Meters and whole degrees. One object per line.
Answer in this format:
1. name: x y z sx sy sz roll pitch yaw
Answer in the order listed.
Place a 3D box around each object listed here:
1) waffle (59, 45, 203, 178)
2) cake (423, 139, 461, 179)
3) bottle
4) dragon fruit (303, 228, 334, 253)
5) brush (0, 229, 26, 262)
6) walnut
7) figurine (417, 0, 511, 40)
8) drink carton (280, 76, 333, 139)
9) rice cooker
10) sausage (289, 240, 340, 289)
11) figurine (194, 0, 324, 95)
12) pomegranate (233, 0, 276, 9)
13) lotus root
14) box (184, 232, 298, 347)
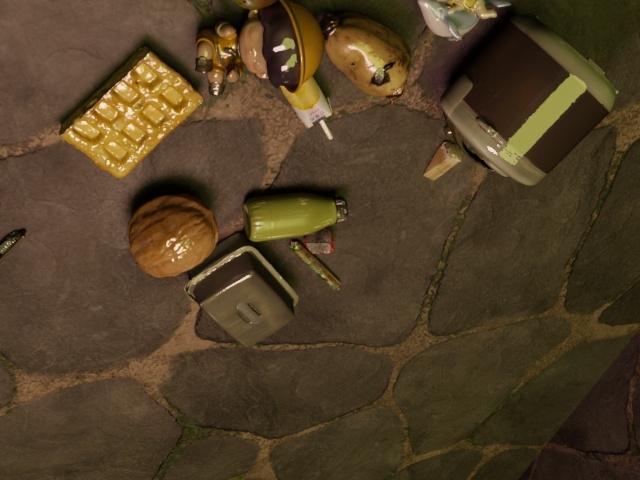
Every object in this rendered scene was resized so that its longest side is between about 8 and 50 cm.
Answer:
1. waffle: -0.394 -0.264 1.366 0.274 0.057 0.168 -39 134 14
2. cake: 0.320 -0.200 1.738 0.052 0.065 0.121 10 132 -27
3. bottle: -0.060 -0.065 1.651 0.260 0.112 0.112 -7 132 -18
4. dragon fruit: 0.000 0.000 1.777 0.083 0.060 0.056 -3 144 15
5. brush: -0.746 0.039 1.502 0.190 0.034 0.027 -41 123 15
6. walnut: -0.339 -0.016 1.515 0.213 0.213 0.213 -12 133 -13
7. figurine: 0.298 -0.519 1.396 0.208 0.128 0.184 -16 132 -21
8. drink carton: -0.025 -0.314 1.469 0.084 0.075 0.200 -31 136 6
9. rice cooker: 0.464 -0.310 1.511 0.335 0.335 0.325 23 117 -37
10. sausage: -0.011 0.073 1.852 0.032 0.033 0.269 -35 134 9
11. figurine: -0.120 -0.389 1.304 0.256 0.167 0.192 0 138 7
12. pomegranate: -0.121 -0.493 1.199 0.129 0.159 0.130 2 117 4
13. lotus root: 0.107 -0.397 1.397 0.256 0.155 0.140 28 121 -35
14. box: -0.205 0.138 1.732 0.220 0.166 0.290 -32 134 7
